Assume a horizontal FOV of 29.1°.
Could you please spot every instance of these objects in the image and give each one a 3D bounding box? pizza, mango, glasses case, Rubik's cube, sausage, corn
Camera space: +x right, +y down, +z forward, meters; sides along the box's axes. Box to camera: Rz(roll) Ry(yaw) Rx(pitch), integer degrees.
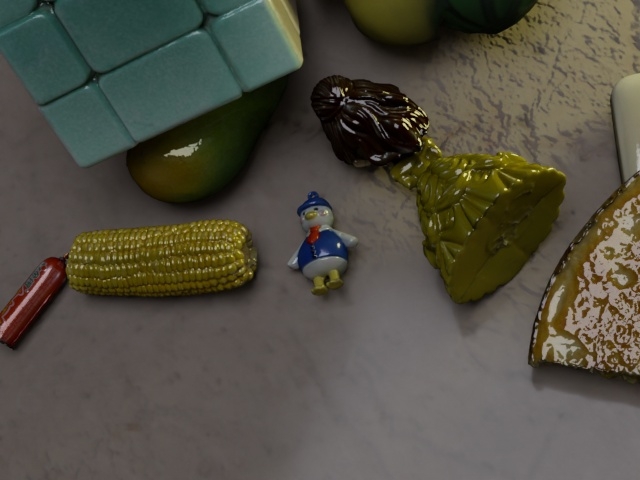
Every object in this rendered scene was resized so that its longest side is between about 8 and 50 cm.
[{"bbox_3d":[0.387,0.052,1.401,0.223,0.089,0.323,37,91,22],"label":"pizza"},{"bbox_3d":[-0.148,-0.157,1.609,0.156,0.114,0.251,29,77,32],"label":"mango"},{"bbox_3d":[0.399,-0.108,1.495,0.081,0.051,0.204,-4,69,8],"label":"glasses case"},{"bbox_3d":[-0.230,-0.339,1.518,0.321,0.316,0.319,-25,32,12],"label":"Rubik's cube"},{"bbox_3d":[-0.373,0.073,1.603,0.048,0.050,0.145,33,77,18],"label":"sausage"},{"bbox_3d":[-0.202,0.026,1.560,0.244,0.093,0.093,-5,67,13],"label":"corn"}]

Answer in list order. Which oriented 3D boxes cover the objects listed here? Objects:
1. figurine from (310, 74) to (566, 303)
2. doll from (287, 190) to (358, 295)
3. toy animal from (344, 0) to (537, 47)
[{"bbox_3d":[0.124,-0.092,1.518,0.315,0.168,0.187,43,122,34],"label":"figurine"},{"bbox_3d":[0.000,0.000,1.545,0.098,0.057,0.143,-20,59,21],"label":"doll"},{"bbox_3d":[0.130,-0.344,1.586,0.338,0.216,0.191,3,96,11],"label":"toy animal"}]
